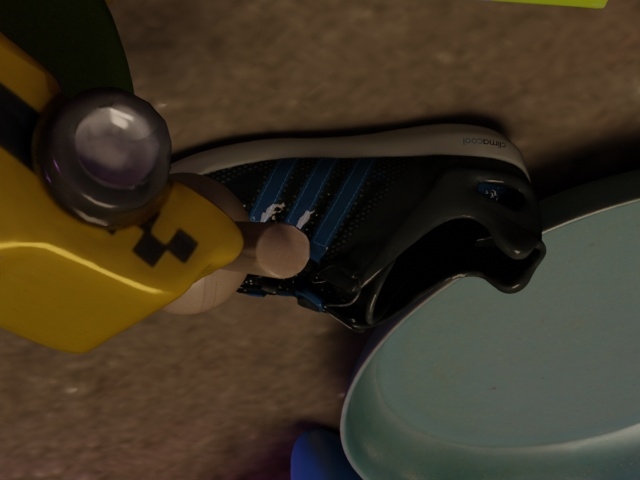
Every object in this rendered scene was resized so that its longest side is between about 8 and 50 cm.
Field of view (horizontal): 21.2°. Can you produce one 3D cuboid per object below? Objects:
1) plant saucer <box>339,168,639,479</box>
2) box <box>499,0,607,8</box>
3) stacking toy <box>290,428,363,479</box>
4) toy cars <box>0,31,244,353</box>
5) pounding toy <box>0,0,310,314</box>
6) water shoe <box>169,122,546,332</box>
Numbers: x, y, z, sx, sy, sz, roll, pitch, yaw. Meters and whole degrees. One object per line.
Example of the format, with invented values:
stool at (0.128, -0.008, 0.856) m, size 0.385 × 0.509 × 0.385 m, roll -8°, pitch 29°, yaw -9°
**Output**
plant saucer at (0.161, 0.054, 0.928) m, size 0.317 × 0.044 × 0.317 m, roll -10°, pitch 145°, yaw -7°
box at (0.042, -0.140, 0.618) m, size 0.178 × 0.042 × 0.109 m, roll 0°, pitch 142°, yaw -21°
stacking toy at (-0.060, 0.247, 1.050) m, size 0.302 × 0.175 × 0.166 m, roll -23°, pitch 143°, yaw 32°
toy cars at (-0.150, -0.087, 0.386) m, size 0.176 × 0.087 × 0.394 m, roll 13°, pitch 146°, yaw 29°
pounding toy at (-0.094, -0.084, 0.577) m, size 0.237 × 0.110 × 0.183 m, roll 36°, pitch 164°, yaw -8°
water shoe at (0.000, 0.000, 0.763) m, size 0.203 × 0.080 × 0.073 m, roll -12°, pitch 145°, yaw -3°
